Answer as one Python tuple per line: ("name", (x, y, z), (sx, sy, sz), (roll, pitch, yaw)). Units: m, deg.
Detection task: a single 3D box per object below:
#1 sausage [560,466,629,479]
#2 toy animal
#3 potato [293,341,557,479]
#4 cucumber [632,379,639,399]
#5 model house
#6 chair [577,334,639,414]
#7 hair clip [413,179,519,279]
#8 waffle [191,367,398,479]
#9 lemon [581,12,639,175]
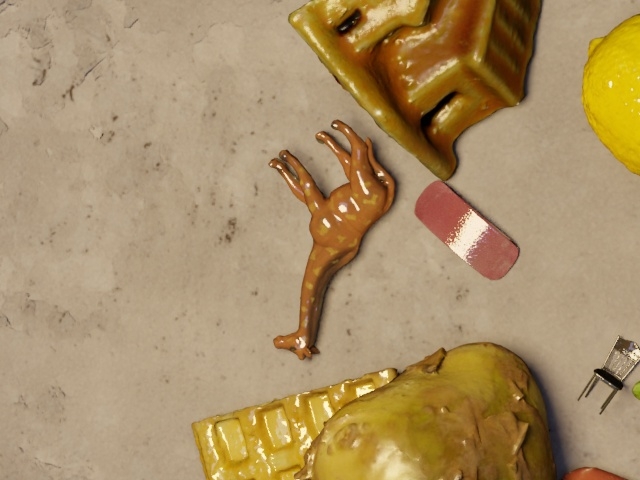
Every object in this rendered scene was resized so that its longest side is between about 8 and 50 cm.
("sausage", (0.311, 0.284, 1.733), (0.094, 0.059, 0.054), (16, 50, 18))
("toy animal", (0.000, 0.000, 1.837), (0.224, 0.066, 0.230), (-30, 85, 15))
("potato", (0.135, 0.249, 1.677), (0.299, 0.196, 0.246), (-35, 91, -8))
("cucumber", (0.461, 0.159, 1.688), (0.250, 0.056, 0.056), (-5, 87, 19))
("model house", (0.128, -0.232, 1.726), (0.239, 0.268, 0.173), (-39, 58, 12))
("chair", (0.323, 0.150, 1.739), (0.037, 0.042, 0.086), (34, 99, 12))
("hair clip", (0.166, -0.013, 1.805), (0.137, 0.022, 0.054), (42, 104, 14))
("waffle", (-0.011, 0.260, 1.838), (0.274, 0.057, 0.168), (-18, 84, 17))
("lemon", (0.371, -0.151, 1.662), (0.193, 0.180, 0.181), (17, 94, 29))
